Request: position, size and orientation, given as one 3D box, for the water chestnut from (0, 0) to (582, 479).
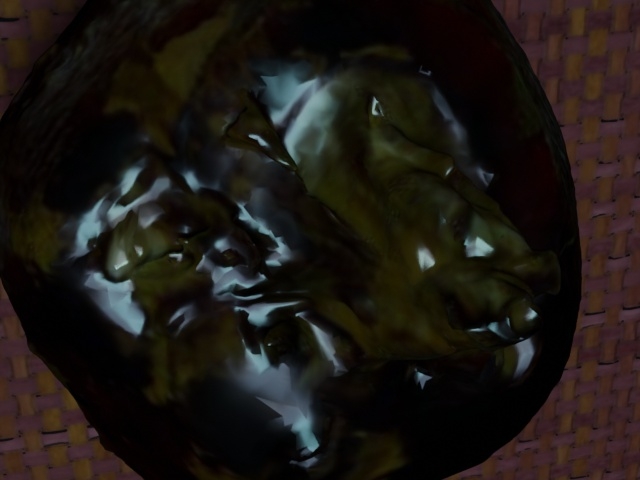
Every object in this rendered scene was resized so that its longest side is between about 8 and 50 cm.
[{"bbox_3d":[0.000,0.000,0.610,0.335,0.347,0.335,-5,108,-16],"label":"water chestnut"}]
